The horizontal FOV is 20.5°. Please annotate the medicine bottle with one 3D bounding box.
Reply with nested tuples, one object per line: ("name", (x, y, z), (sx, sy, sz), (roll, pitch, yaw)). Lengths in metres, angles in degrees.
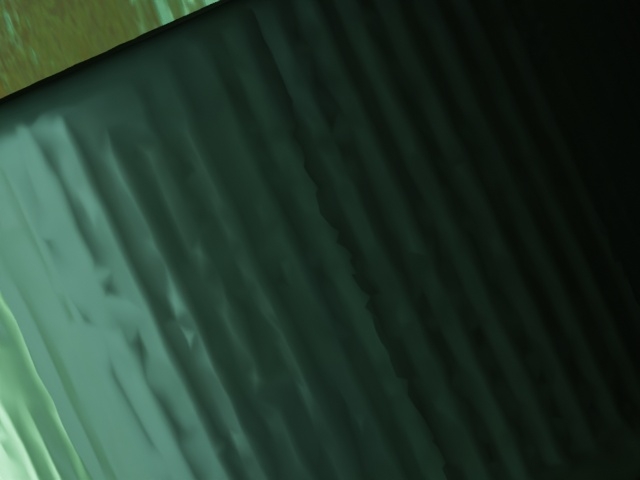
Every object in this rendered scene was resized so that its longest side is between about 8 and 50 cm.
("medicine bottle", (0.050, 0.120, 0.435), (0.224, 0.224, 0.384), (-5, 111, 65))
